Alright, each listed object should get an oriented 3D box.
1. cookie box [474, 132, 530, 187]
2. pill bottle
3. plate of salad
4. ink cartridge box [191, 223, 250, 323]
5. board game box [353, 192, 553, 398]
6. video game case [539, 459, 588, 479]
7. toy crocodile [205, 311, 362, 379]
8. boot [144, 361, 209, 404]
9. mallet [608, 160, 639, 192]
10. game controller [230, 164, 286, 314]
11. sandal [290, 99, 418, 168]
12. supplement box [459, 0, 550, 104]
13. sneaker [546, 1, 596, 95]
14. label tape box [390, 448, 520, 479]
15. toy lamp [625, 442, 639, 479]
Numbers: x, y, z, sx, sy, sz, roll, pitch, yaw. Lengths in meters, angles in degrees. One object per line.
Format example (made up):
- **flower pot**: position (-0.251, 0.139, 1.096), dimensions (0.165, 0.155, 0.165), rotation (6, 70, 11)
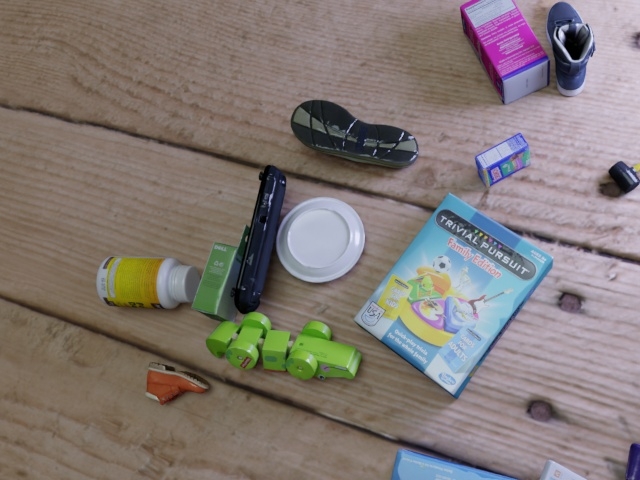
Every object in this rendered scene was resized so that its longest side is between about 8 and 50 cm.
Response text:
- **cookie box**: position (0.385, -0.168, 1.568), dimensions (0.107, 0.092, 0.040), rotation (-28, 64, 6)
- **pill bottle**: position (-0.387, 0.095, 1.682), dimensions (0.214, 0.117, 0.117), rotation (1, 73, 16)
- **plate of salad**: position (0.000, 0.000, 1.643), dimensions (0.199, 0.048, 0.200), rotation (-3, 70, 9)
- **ink cartridge box**: position (-0.206, 0.070, 1.645), dimensions (0.062, 0.109, 0.209), rotation (13, 76, 18)
- **board game box**: position (0.269, 0.108, 1.516), dimensions (0.253, 0.079, 0.336), rotation (35, 84, 23)
- **video game case**: position (0.440, 0.520, 1.307), dimensions (0.183, 0.023, 0.201), rotation (30, 76, -9)
- **toy crocodile**: position (-0.083, 0.234, 1.563), dimensions (0.340, 0.105, 0.115), rotation (8, 39, 13)
- **boot**: position (-0.315, 0.323, 1.624), dimensions (0.157, 0.059, 0.085), rotation (9, 78, 27)
- **mallet**: position (0.687, -0.162, 1.514), dimensions (0.189, 0.039, 0.062), rotation (-26, 66, 2)
- **game controller**: position (-0.133, 0.001, 1.617), dimensions (0.067, 0.166, 0.319), rotation (14, 75, -4)
- **sandal**: position (0.071, -0.223, 1.684), dimensions (0.302, 0.086, 0.120), rotation (21, 73, 6)
- **supplement box**: position (0.405, -0.432, 1.638), dimensions (0.113, 0.111, 0.220), rotation (-24, 67, 8)
- **sneaker**: position (0.530, -0.446, 1.582), dimensions (0.086, 0.163, 0.226), rotation (-8, 69, 15)
- **label tape box**: position (0.225, 0.578, 1.357), dimensions (0.240, 0.106, 0.334), rotation (11, 76, 18)
- **toy lamp**: position (0.631, 0.321, 1.345), dimensions (0.080, 0.080, 0.275), rotation (25, 81, 21)
